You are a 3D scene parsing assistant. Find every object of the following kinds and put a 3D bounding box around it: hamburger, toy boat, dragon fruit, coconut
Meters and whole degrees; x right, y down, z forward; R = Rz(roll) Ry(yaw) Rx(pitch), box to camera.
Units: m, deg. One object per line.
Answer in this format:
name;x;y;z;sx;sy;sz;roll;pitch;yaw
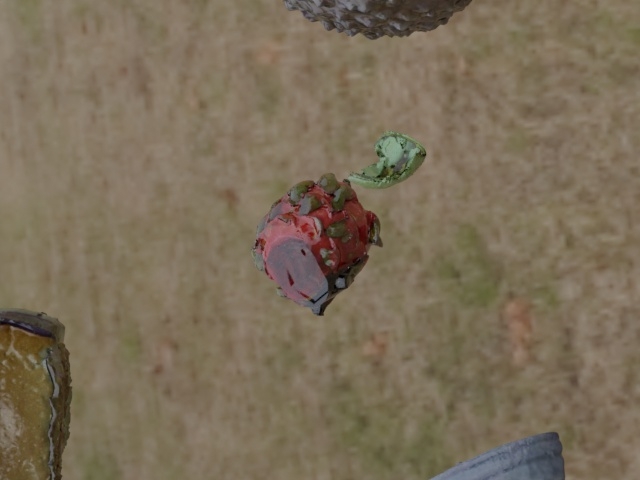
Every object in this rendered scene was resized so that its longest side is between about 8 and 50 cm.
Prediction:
hamburger;-0.480;0.251;2.005;0.195;0.276;0.318;-167;84;-77
toy boat;0.212;0.349;1.988;0.127;0.283;0.078;36;-151;-53
dragon fruit;0.000;0.000;1.821;0.160;0.172;0.167;14;121;23
coconut;0.110;-0.119;2.288;0.133;0.158;0.055;5;123;40

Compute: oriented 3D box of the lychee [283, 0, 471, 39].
lychee;0.053;-0.342;1.416;0.300;0.300;0.300;173;90;-72
